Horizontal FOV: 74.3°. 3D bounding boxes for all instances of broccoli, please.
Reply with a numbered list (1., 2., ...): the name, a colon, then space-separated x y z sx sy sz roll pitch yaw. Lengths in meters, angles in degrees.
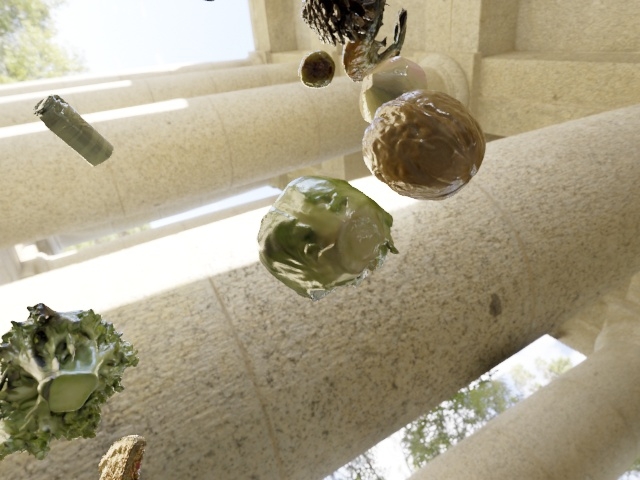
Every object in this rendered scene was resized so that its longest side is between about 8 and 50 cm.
1. broccoli: -0.441 0.226 0.701 0.243 0.263 0.247 -10 -76 53

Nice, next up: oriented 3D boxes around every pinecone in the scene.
1. pinecone: 0.049 -0.656 1.176 0.201 0.202 0.229 -39 -115 17

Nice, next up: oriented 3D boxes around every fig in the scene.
1. fig: -0.015 -0.653 1.624 0.153 0.121 0.136 -14 -66 25

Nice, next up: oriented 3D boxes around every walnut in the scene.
1. walnut: 0.269 -0.253 1.120 0.313 0.252 0.277 41 -61 17

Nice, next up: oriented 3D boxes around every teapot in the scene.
1. teapot: -0.666 -0.309 1.153 0.200 0.077 0.107 53 21 -46

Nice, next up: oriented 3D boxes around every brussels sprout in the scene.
1. brussels sprout: 0.000 0.000 1.036 0.315 0.276 0.371 52 -24 -3

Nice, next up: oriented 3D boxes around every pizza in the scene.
1. pizza: -0.436 0.545 0.934 0.188 0.062 0.199 -37 -133 34

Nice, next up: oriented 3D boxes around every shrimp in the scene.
1. shrimp: 0.231 -0.796 1.565 0.085 0.272 0.445 58 -34 34

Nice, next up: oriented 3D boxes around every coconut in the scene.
1. coconut: 0.253 -0.516 1.505 0.259 0.259 0.259 43 -37 44

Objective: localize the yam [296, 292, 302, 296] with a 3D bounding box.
1. yam: -0.061 0.123 1.606 0.357 0.081 0.081 -101 178 -77
